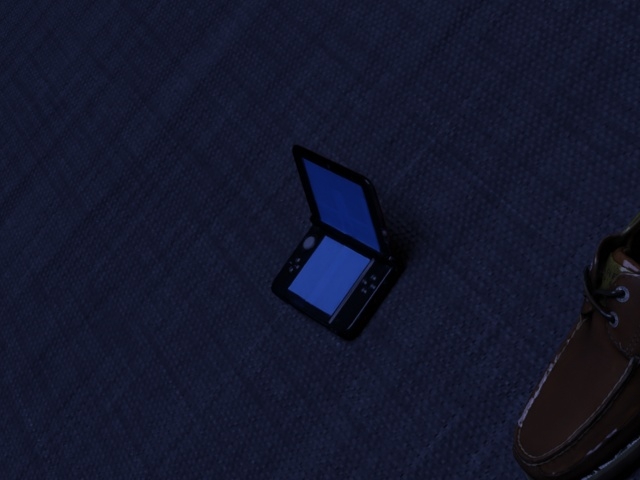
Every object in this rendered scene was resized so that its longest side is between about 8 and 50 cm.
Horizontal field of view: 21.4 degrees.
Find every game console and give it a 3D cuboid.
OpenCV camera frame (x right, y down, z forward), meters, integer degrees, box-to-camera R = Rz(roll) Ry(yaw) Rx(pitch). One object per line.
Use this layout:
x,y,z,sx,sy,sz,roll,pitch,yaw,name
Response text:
0.000,0.000,1.502,0.124,0.085,0.144,-55,33,-4,game console

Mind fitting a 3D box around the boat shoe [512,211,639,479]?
0.225,0.038,1.182,0.307,0.104,0.111,-52,34,1,boat shoe
